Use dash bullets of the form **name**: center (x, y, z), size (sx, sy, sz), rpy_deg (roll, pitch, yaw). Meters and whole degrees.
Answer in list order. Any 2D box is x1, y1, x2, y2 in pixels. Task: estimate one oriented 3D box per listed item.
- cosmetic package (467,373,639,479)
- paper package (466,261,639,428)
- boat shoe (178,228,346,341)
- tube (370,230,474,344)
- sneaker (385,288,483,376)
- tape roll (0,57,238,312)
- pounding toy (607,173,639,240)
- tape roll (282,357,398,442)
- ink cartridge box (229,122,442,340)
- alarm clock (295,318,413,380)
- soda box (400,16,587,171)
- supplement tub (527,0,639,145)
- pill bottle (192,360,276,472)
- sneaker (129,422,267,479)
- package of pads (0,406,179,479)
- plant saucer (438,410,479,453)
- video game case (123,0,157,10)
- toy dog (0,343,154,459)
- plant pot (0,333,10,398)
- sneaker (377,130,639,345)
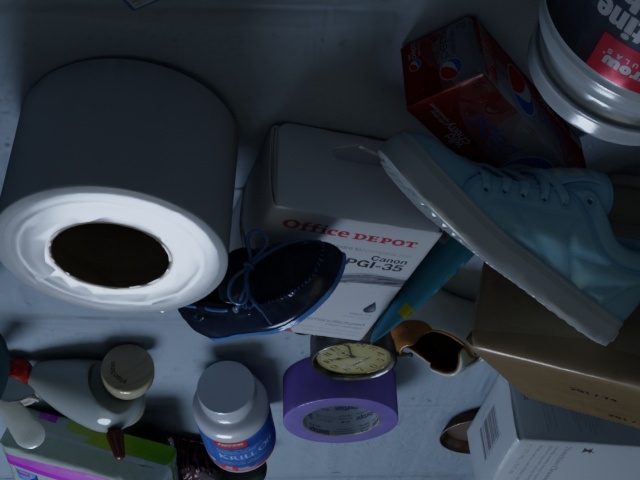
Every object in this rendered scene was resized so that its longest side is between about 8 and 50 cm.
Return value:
- **cosmetic package**: center (0.465, 0.338, 1.818), size (0.385, 0.156, 0.217), rpy_deg (5, 137, -9)
- **paper package**: center (0.391, 0.131, 1.369), size (0.325, 0.168, 0.309), rpy_deg (11, 165, 29)
- **boat shoe**: center (-0.082, 0.056, 1.199), size (0.089, 0.109, 0.258), rpy_deg (39, 136, -25)
- **tube**: center (0.130, 0.050, 1.353), size (0.207, 0.052, 0.080), rpy_deg (-48, 172, -1)
- **sneaker**: center (0.214, 0.154, 1.570), size (0.290, 0.123, 0.106), rpy_deg (16, 142, -28)
- **tape roll**: center (-0.214, -0.052, 1.162), size (0.246, 0.169, 0.246), rpy_deg (1, 145, 1)
- **pounding toy**: center (0.466, -0.023, 1.347), size (0.269, 0.155, 0.154), rpy_deg (26, 168, -23)
- **tape roll**: center (0.032, 0.261, 1.770), size (0.189, 0.080, 0.189), rpy_deg (-1, 147, -1)
- **ink cartridge box**: center (0.000, 0.000, 1.314), size (0.207, 0.117, 0.283), rpy_deg (9, 147, -15)
- **alarm clock**: center (0.035, 0.151, 1.610), size (0.129, 0.064, 0.192), rpy_deg (-29, 141, 36)
- **soda box**: center (0.192, -0.123, 1.158), size (0.092, 0.083, 0.263), rpy_deg (-22, 142, 28)
- **supplement tub**: center (0.298, -0.225, 0.899), size (0.191, 0.191, 0.272), rpy_deg (5, 147, -10)
- **pill bottle**: center (-0.141, 0.283, 1.756), size (0.124, 0.124, 0.221), rpy_deg (-3, 148, 3)
- **sneaker**: center (-0.240, 0.396, 1.955), size (0.281, 0.106, 0.162), rpy_deg (-1, 145, 0)
- **package of pads**: center (-0.392, 0.419, 1.890), size (0.296, 0.101, 0.229), rpy_deg (14, 139, 11)
- **plant saucer**: center (0.298, 0.346, 1.967), size (0.168, 0.029, 0.168), rpy_deg (-2, 147, -1)
- **video game case**: center (-0.168, -0.279, 0.958), size (0.119, 0.015, 0.166), rpy_deg (-16, 145, 23)
- **toy dog**: center (-0.412, 0.260, 1.671), size (0.333, 0.161, 0.220), rpy_deg (-7, 147, 9)
- **plant pot**: center (-0.564, 0.112, 1.331), size (0.293, 0.293, 0.235), rpy_deg (-5, 132, 6)
- **sneaker**: center (0.219, -0.036, 1.140), size (0.366, 0.135, 0.150), rpy_deg (34, 95, -31)
